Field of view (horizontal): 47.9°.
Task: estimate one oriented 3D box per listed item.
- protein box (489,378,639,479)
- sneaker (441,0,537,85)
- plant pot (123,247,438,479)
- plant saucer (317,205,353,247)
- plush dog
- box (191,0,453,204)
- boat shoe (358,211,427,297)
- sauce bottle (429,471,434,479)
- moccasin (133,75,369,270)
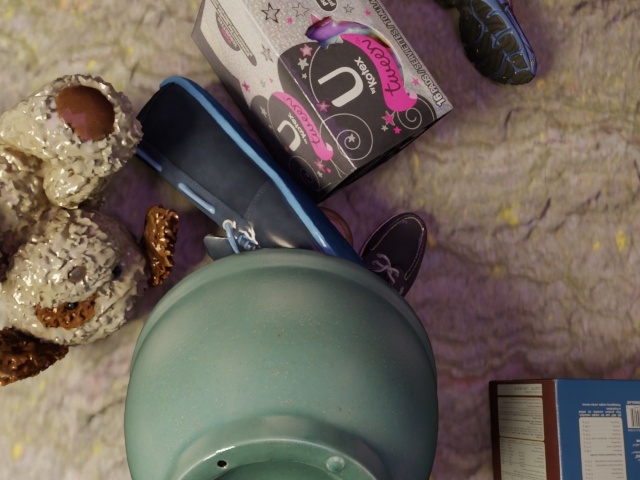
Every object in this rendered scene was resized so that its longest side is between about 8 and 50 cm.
[{"bbox_3d":[0.311,0.256,0.795,0.200,0.136,0.201,4,78,-16],"label":"protein box"},{"bbox_3d":[0.216,-0.300,0.912,0.087,0.083,0.221,-29,90,-25],"label":"sneaker"},{"bbox_3d":[-0.032,0.177,0.605,0.293,0.196,0.292,-1,112,-2],"label":"plant pot"},{"bbox_3d":[0.000,0.000,0.818,0.084,0.015,0.083,3,78,-16],"label":"plant saucer"},{"bbox_3d":[-0.262,0.002,0.672,0.262,0.211,0.225,-41,112,-21],"label":"plush dog"},{"bbox_3d":[-0.008,-0.184,0.774,0.142,0.163,0.247,-35,90,-21],"label":"box"},{"bbox_3d":[0.067,0.050,0.801,0.075,0.065,0.206,37,71,-7],"label":"boat shoe"},{"bbox_3d":[0.114,0.302,0.777,0.042,0.042,0.128,-13,82,-19],"label":"sauce bottle"},{"bbox_3d":[-0.069,-0.018,0.753,0.117,0.138,0.342,-44,74,7],"label":"moccasin"}]
